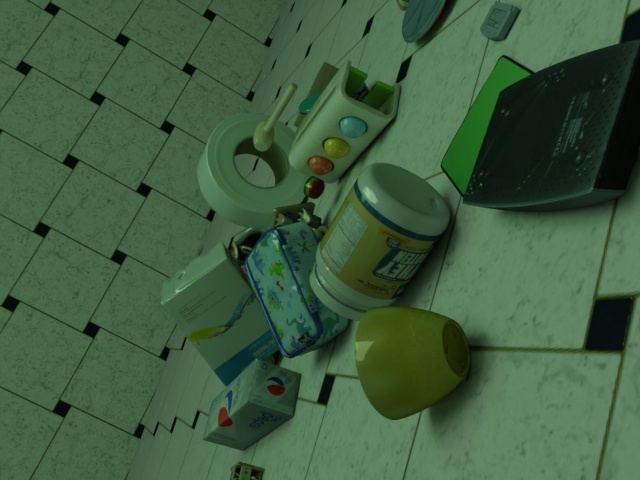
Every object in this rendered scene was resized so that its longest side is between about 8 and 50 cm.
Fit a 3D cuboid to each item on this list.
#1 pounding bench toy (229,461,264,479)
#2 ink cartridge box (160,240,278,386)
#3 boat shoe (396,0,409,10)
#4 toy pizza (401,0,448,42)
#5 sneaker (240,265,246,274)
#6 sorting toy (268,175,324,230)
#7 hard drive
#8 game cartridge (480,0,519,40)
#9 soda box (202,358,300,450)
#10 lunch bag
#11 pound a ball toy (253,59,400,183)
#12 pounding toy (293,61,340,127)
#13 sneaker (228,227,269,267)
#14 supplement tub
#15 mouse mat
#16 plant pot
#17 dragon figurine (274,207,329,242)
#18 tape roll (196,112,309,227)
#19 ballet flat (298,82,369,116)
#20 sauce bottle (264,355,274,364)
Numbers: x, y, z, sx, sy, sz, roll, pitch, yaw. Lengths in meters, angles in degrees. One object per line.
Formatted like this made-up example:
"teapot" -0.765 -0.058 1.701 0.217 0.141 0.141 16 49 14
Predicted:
"pounding bench toy" -0.151 0.470 1.404 0.083 0.052 0.065 -48 26 52
"ink cartridge box" -0.210 0.153 1.586 0.168 0.233 0.171 -35 16 -3
"boat shoe" 0.183 -0.586 1.649 0.072 0.068 0.190 112 169 -49
"toy pizza" 0.221 -0.476 1.432 0.201 0.032 0.201 -57 21 35
"sneaker" -0.169 0.145 1.880 0.063 0.074 0.171 22 113 57
"sorting toy" -0.059 0.001 1.584 0.046 0.132 0.275 27 114 31
"hard drive" 0.255 -0.109 0.801 0.172 0.054 0.254 -70 16 -6
"game cartridge" 0.269 -0.331 1.114 0.056 0.017 0.083 -60 18 18
"soda box" -0.143 0.335 1.472 0.286 0.098 0.091 -47 27 52
"lunch bag" -0.048 0.092 1.312 0.176 0.090 0.219 -42 68 55
"pound a ball toy" -0.004 -0.235 1.541 0.319 0.208 0.136 -44 29 55
"pounding toy" 0.014 -0.364 1.881 0.181 0.094 0.206 -55 11 55
"sneaker" -0.213 0.094 1.960 0.127 0.126 0.321 126 161 -57
"supplement tub" 0.081 0.004 1.067 0.144 0.144 0.200 -93 28 -56
"mouse mat" 0.232 -0.162 1.036 0.190 0.007 0.153 -61 17 20
"plant pot" 0.117 0.134 0.852 0.095 0.134 0.134 -18 46 34
"dragon figurine" 0.000 0.000 1.431 0.289 0.144 0.085 -7 68 56
"tape roll" -0.166 -0.179 1.868 0.100 0.286 0.286 137 151 -58
"ballet flat" 0.034 -0.320 1.704 0.188 0.070 0.070 -15 51 40
"sauce bottle" -0.130 0.265 1.622 0.128 0.042 0.042 -18 52 67
